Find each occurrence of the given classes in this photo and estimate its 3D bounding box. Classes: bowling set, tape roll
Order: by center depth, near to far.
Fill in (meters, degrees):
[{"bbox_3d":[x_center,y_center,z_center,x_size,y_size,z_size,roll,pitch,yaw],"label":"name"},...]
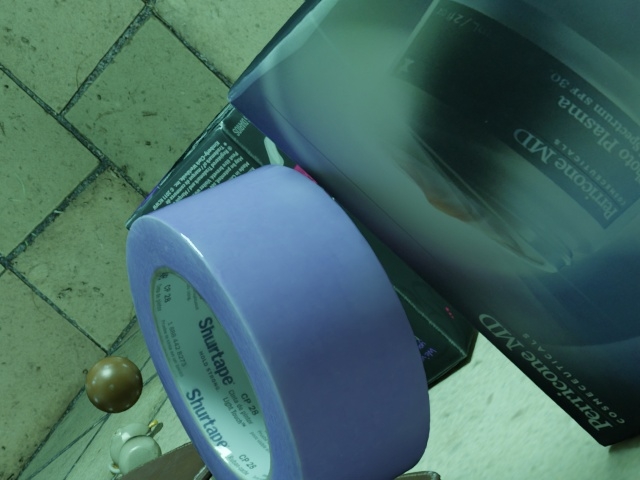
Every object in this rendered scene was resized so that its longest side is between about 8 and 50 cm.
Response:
[{"bbox_3d":[-0.028,0.059,0.639,0.080,0.189,0.189,-25,0,-25],"label":"tape roll"},{"bbox_3d":[-0.137,0.172,1.156,0.287,0.200,0.154,-45,8,-10],"label":"bowling set"}]

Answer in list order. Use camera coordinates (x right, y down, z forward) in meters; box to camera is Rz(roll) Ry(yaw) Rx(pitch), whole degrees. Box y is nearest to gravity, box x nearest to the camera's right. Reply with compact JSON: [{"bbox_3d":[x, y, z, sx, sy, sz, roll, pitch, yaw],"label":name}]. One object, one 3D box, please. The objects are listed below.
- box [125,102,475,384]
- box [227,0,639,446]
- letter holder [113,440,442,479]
[{"bbox_3d":[0.000,0.000,0.997,0.143,0.270,0.165,-40,12,33],"label":"box"},{"bbox_3d":[0.163,-0.079,0.562,0.183,0.296,0.294,-54,11,-34],"label":"box"},{"bbox_3d":[-0.081,0.221,0.839,0.302,0.152,0.214,-34,14,52],"label":"letter holder"}]
